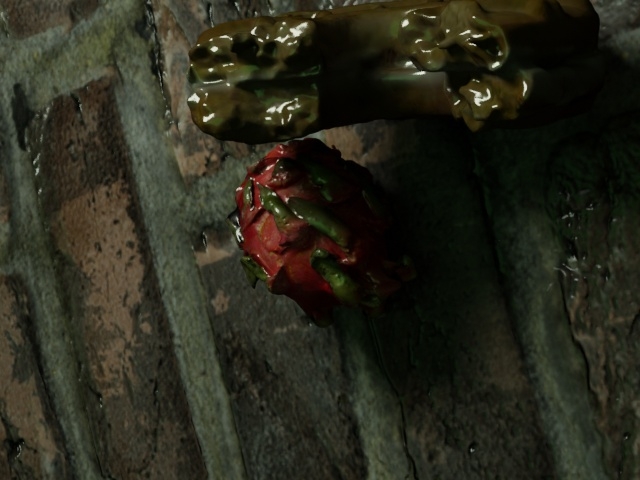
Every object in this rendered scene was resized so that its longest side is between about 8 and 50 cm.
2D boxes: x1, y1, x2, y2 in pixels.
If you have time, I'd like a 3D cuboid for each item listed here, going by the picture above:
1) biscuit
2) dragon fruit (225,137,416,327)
[{"bbox_3d":[0.079,-0.152,1.353,0.366,0.268,0.115,2,102,36],"label":"biscuit"},{"bbox_3d":[0.000,0.000,1.486,0.160,0.166,0.172,-24,64,-7],"label":"dragon fruit"}]
